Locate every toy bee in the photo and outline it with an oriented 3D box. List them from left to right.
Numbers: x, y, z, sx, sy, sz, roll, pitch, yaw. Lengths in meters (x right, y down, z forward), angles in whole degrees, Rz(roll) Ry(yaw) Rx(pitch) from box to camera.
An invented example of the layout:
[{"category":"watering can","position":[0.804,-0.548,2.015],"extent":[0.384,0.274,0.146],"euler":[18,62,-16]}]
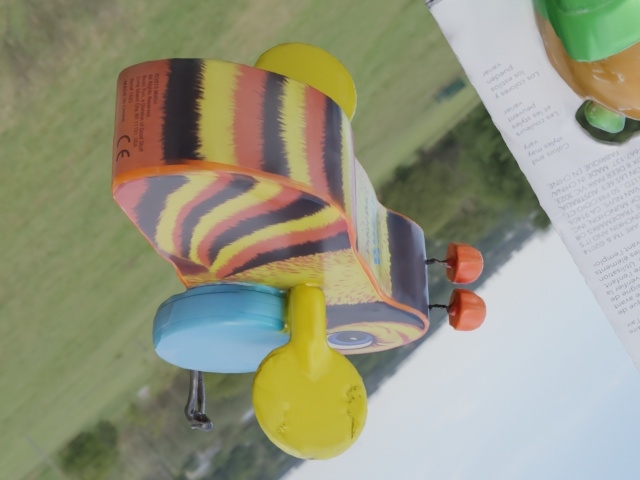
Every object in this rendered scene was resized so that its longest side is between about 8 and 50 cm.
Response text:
[{"category":"toy bee","position":[0.000,0.000,0.649],"extent":[0.162,0.195,0.298],"euler":[-3,177,1]}]

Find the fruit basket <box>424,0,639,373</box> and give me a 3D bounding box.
[{"category":"fruit basket","position":[0.240,-0.124,0.683],"extent":[0.327,0.353,0.165],"euler":[-29,-146,12]}]
